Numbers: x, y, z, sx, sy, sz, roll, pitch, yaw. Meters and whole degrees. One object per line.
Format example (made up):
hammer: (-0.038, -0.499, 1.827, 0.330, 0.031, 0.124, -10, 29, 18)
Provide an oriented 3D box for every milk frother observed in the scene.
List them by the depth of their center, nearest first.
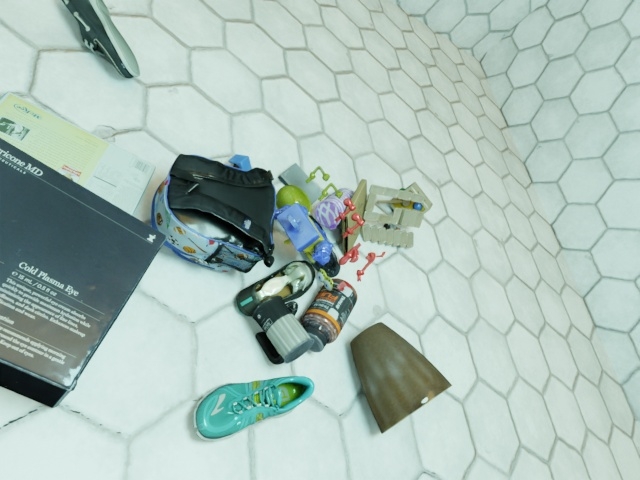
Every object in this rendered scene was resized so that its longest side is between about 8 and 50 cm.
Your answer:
milk frother: (-0.071, 0.208, 1.003, 0.143, 0.129, 0.135, -21, 59, -38)

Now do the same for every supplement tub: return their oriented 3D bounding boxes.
supplement tub: (0.018, 0.196, 1.109, 0.106, 0.106, 0.198, 45, 44, -8)

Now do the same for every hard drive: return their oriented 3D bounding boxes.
hard drive: (-0.061, -0.173, 1.334, 0.135, 0.022, 0.094, 47, 44, -6)

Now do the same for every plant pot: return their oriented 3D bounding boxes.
plant pot: (0.184, 0.339, 1.110, 0.215, 0.215, 0.230, -10, 56, -43)

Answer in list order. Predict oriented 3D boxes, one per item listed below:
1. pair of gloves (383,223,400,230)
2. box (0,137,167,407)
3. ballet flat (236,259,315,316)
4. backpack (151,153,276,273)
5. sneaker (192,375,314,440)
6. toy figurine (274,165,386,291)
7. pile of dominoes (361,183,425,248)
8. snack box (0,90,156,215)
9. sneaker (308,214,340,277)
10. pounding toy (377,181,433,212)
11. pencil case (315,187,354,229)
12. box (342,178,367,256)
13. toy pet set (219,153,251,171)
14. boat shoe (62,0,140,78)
pair of gloves: (0.257, -0.023, 1.512, 0.083, 0.010, 0.074, 22, 53, -25)
box: (-0.504, 0.053, 0.715, 0.343, 0.179, 0.313, 35, 48, -18)
ballet flat: (-0.087, 0.112, 1.081, 0.280, 0.096, 0.095, -30, 84, -46)
backpack: (-0.249, -0.065, 0.981, 0.263, 0.213, 0.277, 27, 43, -35)
sneaker: (-0.134, 0.336, 0.894, 0.275, 0.110, 0.107, -5, 67, -40)
toy figurine: (-0.024, -0.058, 1.056, 0.363, 0.191, 0.217, 59, 14, 24)
pile of dominoes: (0.241, -0.080, 1.447, 0.251, 0.040, 0.196, 7, 104, -30)
snack box: (-0.542, -0.158, 0.900, 0.321, 0.060, 0.187, 28, 49, -24)
sneaker: (0.000, 0.000, 1.217, 0.097, 0.084, 0.235, -3, 54, -53)
pounding toy: (0.311, -0.137, 1.557, 0.141, 0.130, 0.100, 51, 32, -2)
pencil case: (0.052, -0.103, 1.311, 0.206, 0.086, 0.088, -40, 119, -62)
box: (0.110, -0.071, 1.333, 0.021, 0.165, 0.201, 11, 44, 17)
toy pet set: (-0.236, -0.183, 1.165, 0.122, 0.065, 0.114, 45, 45, -9)
boat shoe: (-0.573, -0.537, 1.096, 0.303, 0.091, 0.114, 60, 1, 9)
